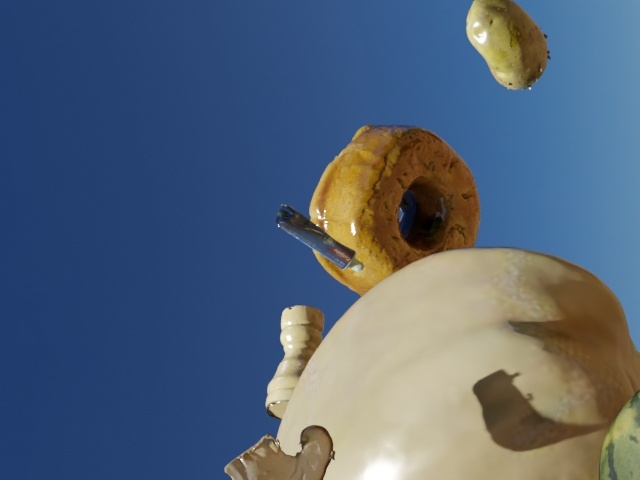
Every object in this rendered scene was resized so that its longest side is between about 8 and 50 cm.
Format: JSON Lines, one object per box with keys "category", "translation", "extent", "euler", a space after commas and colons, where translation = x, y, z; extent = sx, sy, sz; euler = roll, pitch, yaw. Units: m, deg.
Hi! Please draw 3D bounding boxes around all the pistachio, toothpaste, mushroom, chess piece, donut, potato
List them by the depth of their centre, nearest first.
{"category": "mushroom", "translation": [-0.032, 0.144, 0.495], "extent": [0.101, 0.019, 0.049], "euler": [-31, -99, -24]}
{"category": "toothpaste", "translation": [0.000, 0.000, 0.685], "extent": [0.083, 0.019, 0.027], "euler": [34, -138, -8]}
{"category": "pistachio", "translation": [0.129, 0.221, 0.696], "extent": [0.281, 0.365, 0.446], "euler": [-21, -52, -60]}
{"category": "chess piece", "translation": [-0.025, 0.134, 0.943], "extent": [0.066, 0.066, 0.122], "euler": [48, -144, -48]}
{"category": "donut", "translation": [0.096, -0.033, 1.050], "extent": [0.226, 0.113, 0.227], "euler": [-1, -89, -36]}
{"category": "potato", "translation": [0.245, -0.256, 1.097], "extent": [0.138, 0.070, 0.092], "euler": [42, -114, -33]}

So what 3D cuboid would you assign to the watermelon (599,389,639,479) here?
{"category": "watermelon", "translation": [0.192, 0.127, 0.405], "extent": [0.105, 0.105, 0.133], "euler": [50, -156, -47]}
